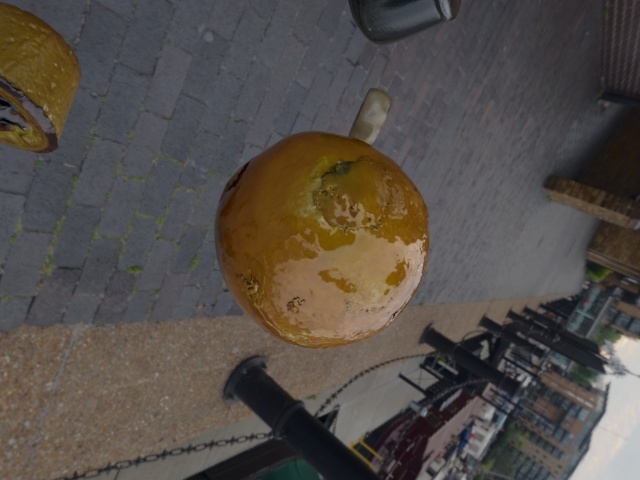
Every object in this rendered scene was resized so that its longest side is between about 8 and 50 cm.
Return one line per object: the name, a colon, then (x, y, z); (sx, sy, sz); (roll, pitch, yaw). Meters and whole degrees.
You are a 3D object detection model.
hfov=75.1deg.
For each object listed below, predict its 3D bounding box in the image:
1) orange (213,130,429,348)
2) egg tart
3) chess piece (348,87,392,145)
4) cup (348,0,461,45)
orange: (0.000, 0.000, 0.481); (0.246, 0.246, 0.246); (-35, 140, -35)
egg tart: (-0.481, -0.247, 0.629); (0.215, 0.215, 0.170); (57, 43, -55)
chess piece: (0.070, -0.172, 0.589); (0.083, 0.038, 0.083); (-158, -90, -88)
cup: (0.142, -0.465, 0.712); (0.169, 0.177, 0.223); (-44, 128, -43)
